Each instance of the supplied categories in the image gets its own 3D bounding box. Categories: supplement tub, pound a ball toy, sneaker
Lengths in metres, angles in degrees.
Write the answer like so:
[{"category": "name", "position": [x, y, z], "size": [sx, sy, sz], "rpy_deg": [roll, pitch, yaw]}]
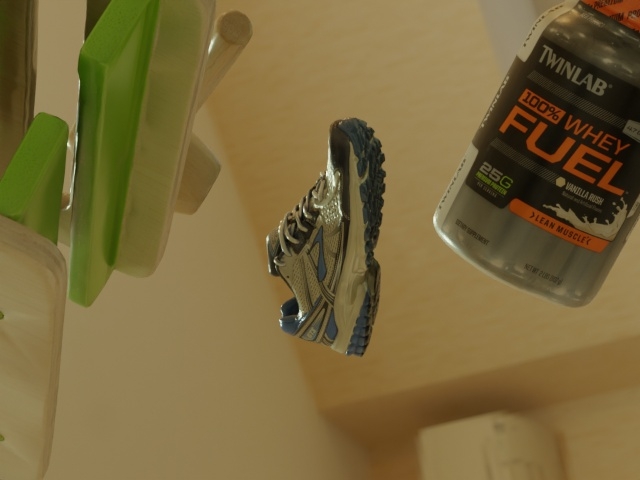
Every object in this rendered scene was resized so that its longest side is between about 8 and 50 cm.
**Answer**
[{"category": "supplement tub", "position": [0.160, -0.064, 1.127], "size": [0.190, 0.117, 0.117], "rpy_deg": [-64, -14, 13]}, {"category": "pound a ball toy", "position": [-0.124, -0.040, 0.738], "size": [0.208, 0.136, 0.319], "rpy_deg": [-64, -1, -24]}, {"category": "sneaker", "position": [0.000, 0.000, 0.898], "size": [0.052, 0.058, 0.135], "rpy_deg": [-72, -13, -56]}]
